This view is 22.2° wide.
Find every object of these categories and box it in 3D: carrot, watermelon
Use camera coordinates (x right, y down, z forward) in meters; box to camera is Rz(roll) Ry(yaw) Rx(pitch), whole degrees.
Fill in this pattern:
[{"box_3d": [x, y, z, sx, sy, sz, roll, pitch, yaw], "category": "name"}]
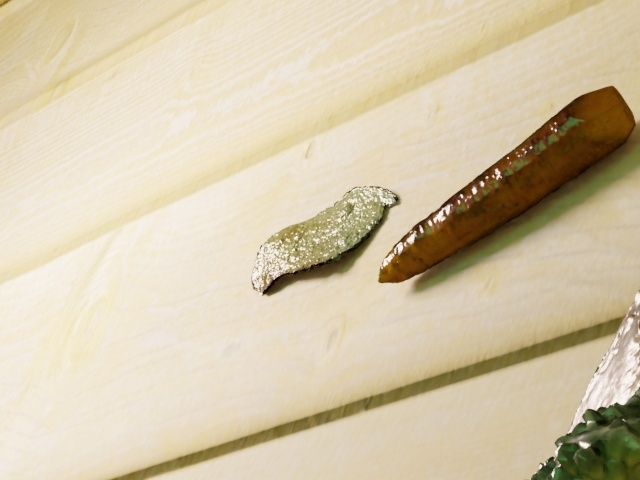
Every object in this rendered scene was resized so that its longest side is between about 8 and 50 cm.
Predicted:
[{"box_3d": [0.176, -0.047, 1.639, 0.314, 0.066, 0.066, -35, 29, 22], "category": "carrot"}, {"box_3d": [0.275, 0.120, 1.187, 0.128, 0.231, 0.146, 47, 118, 42], "category": "watermelon"}]

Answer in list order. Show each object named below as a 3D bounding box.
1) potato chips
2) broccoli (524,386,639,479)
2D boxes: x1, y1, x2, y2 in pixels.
[{"box_3d": [0.000, 0.000, 1.870, 0.209, 0.026, 0.142, -38, 25, 12], "category": "potato chips"}, {"box_3d": [0.233, 0.213, 0.977, 0.338, 0.317, 0.277, -68, -10, -63], "category": "broccoli"}]
